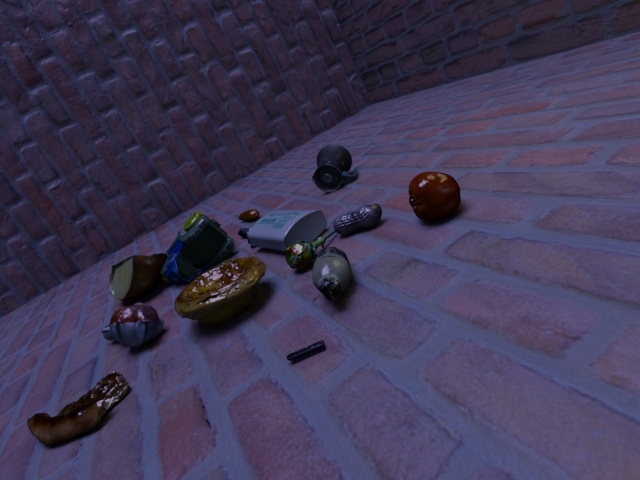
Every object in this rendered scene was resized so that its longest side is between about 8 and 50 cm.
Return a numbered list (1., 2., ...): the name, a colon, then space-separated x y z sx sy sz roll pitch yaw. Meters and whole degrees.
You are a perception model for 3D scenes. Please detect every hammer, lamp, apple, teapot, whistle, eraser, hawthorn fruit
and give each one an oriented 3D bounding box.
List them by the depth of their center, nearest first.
1. lamp: 0.028 0.073 1.010 0.101 0.101 0.250 -23 18 12
2. hawthorn fruit: 0.309 -0.123 1.094 0.137 0.133 0.133 -18 20 -3
3. whistle: -0.615 0.275 1.301 0.346 0.134 0.142 -19 5 45
4. eraser: -0.129 -0.039 1.477 0.189 0.104 0.289 -34 22 -29
5. hammer: -0.284 -0.024 1.723 0.137 0.037 0.289 -36 22 -27
6. apple: -0.777 0.140 1.733 0.345 0.179 0.254 -20 36 46
7. teapot: 0.067 -0.329 1.874 0.202 0.171 0.225 8 36 6

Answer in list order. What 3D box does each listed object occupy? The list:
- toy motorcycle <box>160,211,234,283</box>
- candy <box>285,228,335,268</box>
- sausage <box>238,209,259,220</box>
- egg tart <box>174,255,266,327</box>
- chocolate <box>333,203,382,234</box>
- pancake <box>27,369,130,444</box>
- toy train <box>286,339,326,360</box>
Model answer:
1. toy motorcycle: -0.518 0.063 1.644 0.326 0.191 0.200 -48 30 -1
2. candy: 0.000 0.000 1.290 0.091 0.083 0.305 -31 4 44
3. sausage: -0.358 -0.126 2.038 0.062 0.054 0.183 -6 4 -34
4. egg tart: -0.280 0.151 1.190 0.289 0.116 0.290 -22 20 8
5. chocolate: 0.116 -0.065 1.274 0.166 0.072 0.072 -19 22 23
6. pancake: -0.604 0.425 1.014 0.257 0.056 0.212 -36 22 -21
7. toy train: -0.029 0.227 0.828 0.083 0.017 0.017 -25 18 6
